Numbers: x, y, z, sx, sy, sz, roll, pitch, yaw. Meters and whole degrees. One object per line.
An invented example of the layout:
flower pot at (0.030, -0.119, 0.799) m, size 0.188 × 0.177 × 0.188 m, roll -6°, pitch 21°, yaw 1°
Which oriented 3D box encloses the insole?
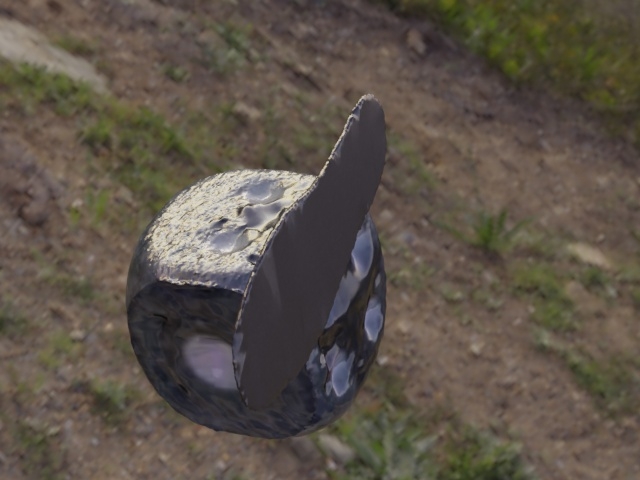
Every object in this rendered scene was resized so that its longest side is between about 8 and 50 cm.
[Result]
insole at (0.000, 0.000, 0.980) m, size 0.327 × 0.007 × 0.111 m, roll -63°, pitch 148°, yaw -48°

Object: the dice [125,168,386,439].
dice at (-0.052, 0.053, 1.212) m, size 0.182 × 0.182 × 0.183 m, roll 7°, pitch 37°, yaw 23°
